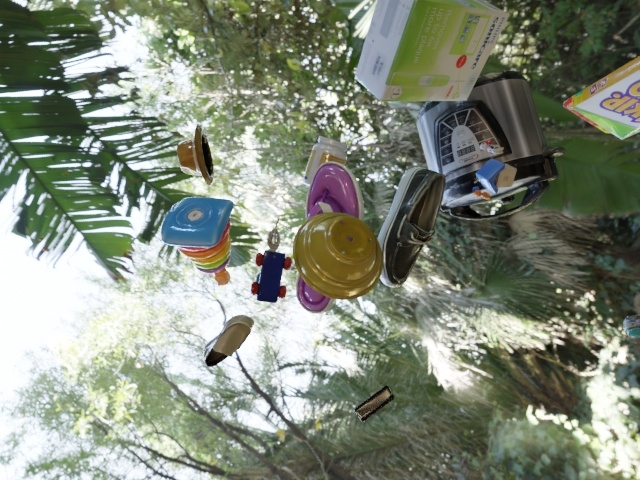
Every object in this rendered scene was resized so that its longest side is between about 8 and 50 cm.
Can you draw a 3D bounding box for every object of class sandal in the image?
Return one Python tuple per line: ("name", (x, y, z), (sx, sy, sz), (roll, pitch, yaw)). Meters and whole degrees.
("sandal", (0.014, 0.002, 1.057), (0.102, 0.169, 0.416), (-12, -69, -65))

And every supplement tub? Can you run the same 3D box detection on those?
("supplement tub", (0.022, -0.305, 1.618), (0.144, 0.144, 0.200), (2, -69, -53))

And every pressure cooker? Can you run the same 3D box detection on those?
("pressure cooker", (0.538, -0.281, 1.309), (0.370, 0.375, 0.421), (130, 126, -84))

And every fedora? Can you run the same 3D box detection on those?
("fedora", (-0.367, -0.244, 1.174), (0.079, 0.194, 0.194), (-10, -63, -4))

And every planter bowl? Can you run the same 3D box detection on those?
("planter bowl", (0.054, 0.013, 0.880), (0.217, 0.217, 0.090), (-51, -3, -30))

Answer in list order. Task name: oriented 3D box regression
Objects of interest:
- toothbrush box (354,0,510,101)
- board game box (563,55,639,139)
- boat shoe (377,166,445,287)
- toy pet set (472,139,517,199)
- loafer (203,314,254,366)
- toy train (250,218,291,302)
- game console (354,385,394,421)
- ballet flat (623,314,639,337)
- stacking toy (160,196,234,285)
("toothbrush box", (0.246, -0.436, 0.906), (0.283, 0.122, 0.206), (-12, -40, -31))
("board game box", (0.520, -0.237, 0.605), (0.124, 0.259, 0.039), (23, -107, -14))
("boat shoe", (0.239, -0.030, 1.062), (0.121, 0.119, 0.335), (9, -83, -29))
("toy pet set", (0.339, -0.137, 0.835), (0.065, 0.114, 0.122), (-4, -61, -14))
("loafer", (-0.337, 0.377, 1.478), (0.102, 0.092, 0.268), (32, -65, -26))
("toy train", (-0.146, 0.051, 1.216), (0.105, 0.143, 0.248), (9, -83, -12))
("game console", (0.154, 0.478, 1.213), (0.122, 0.107, 0.071), (-33, -82, -7))
("ballet flat", (0.525, 0.127, 0.607), (0.041, 0.114, 0.041), (-1, -90, -69))
("stacking toy", (-0.314, 0.030, 1.150), (0.302, 0.165, 0.175), (83, -166, -49))
